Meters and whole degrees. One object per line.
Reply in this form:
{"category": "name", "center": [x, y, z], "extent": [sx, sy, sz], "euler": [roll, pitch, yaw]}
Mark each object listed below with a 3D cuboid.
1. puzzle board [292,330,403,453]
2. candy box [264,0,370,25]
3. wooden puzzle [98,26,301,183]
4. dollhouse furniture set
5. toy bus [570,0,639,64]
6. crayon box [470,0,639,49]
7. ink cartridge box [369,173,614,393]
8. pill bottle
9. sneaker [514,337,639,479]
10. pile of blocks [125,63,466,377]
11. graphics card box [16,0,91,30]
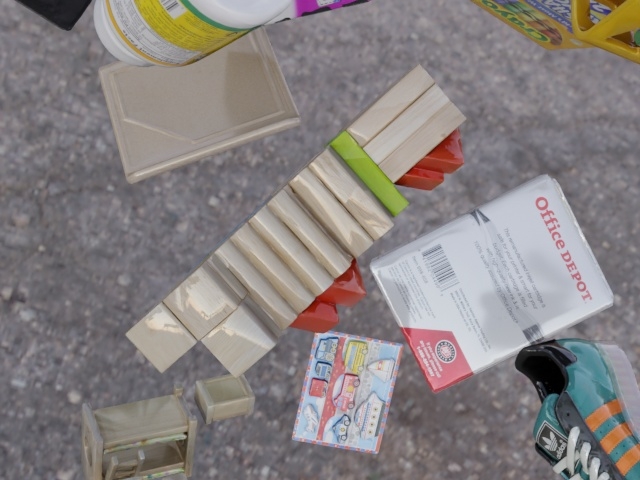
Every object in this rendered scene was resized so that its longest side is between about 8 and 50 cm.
{"category": "puzzle board", "center": [0.029, 0.163, 1.266], "extent": [0.096, 0.128, 0.011], "euler": [11, 13, -6]}
{"category": "candy box", "center": [-0.055, -0.342, 1.400], "extent": [0.233, 0.159, 0.071], "euler": [-8, 19, 23]}
{"category": "wooden puzzle", "center": [-0.153, -0.176, 1.477], "extent": [0.221, 0.044, 0.239], "euler": [-19, 47, -2]}
{"category": "dollhouse furniture set", "center": [-0.145, 0.245, 1.253], "extent": [0.182, 0.101, 0.161], "euler": [-9, 42, -23]}
{"category": "toy bus", "center": [0.305, -0.186, 0.986], "extent": [0.191, 0.104, 0.202], "euler": [-32, 87, -36]}
{"category": "crayon box", "center": [0.273, -0.310, 1.409], "extent": [0.203, 0.083, 0.323], "euler": [27, -3, -22]}
{"category": "ink cartridge box", "center": [0.231, 0.055, 1.615], "extent": [0.197, 0.273, 0.114], "euler": [63, 5, -1]}
{"category": "pill bottle", "center": [-0.114, -0.213, 1.004], "extent": [0.117, 0.208, 0.118], "euler": [5, 80, -32]}
{"category": "sneaker", "center": [0.280, 0.224, 1.213], "extent": [0.121, 0.108, 0.302], "euler": [4, 40, -15]}
{"category": "pile of blocks", "center": [0.000, 0.000, 0.995], "extent": [0.362, 0.149, 0.112], "euler": [-44, 95, -22]}
{"category": "graphics card box", "center": [-0.245, -0.233, 0.421], "extent": [0.233, 0.094, 0.371], "euler": [39, 7, 38]}
